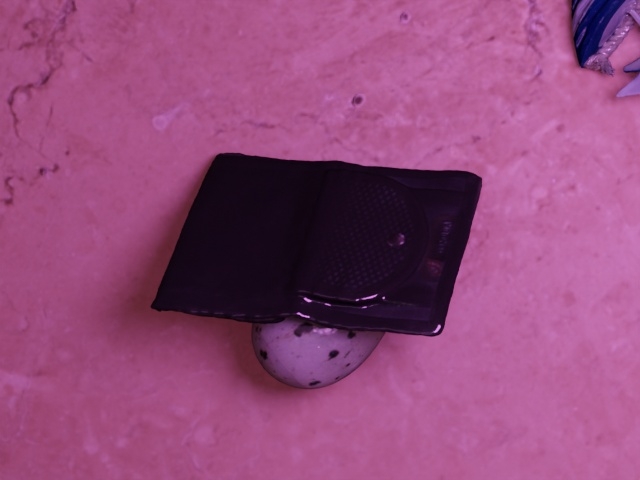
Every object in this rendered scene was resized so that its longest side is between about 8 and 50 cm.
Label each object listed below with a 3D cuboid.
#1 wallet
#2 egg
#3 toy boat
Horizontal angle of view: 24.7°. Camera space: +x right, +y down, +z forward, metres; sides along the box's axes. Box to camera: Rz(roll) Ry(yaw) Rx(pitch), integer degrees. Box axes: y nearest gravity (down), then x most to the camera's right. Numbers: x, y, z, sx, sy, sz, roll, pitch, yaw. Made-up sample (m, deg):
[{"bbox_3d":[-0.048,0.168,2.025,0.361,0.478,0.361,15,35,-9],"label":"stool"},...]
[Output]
[{"bbox_3d":[0.000,0.000,1.604,0.323,0.041,0.247,4,47,17],"label":"wallet"},{"bbox_3d":[0.003,0.093,1.630,0.164,0.131,0.131,-27,80,-7],"label":"egg"},{"bbox_3d":[0.368,-0.205,1.537,0.210,0.070,0.291,-21,80,38],"label":"toy boat"}]
